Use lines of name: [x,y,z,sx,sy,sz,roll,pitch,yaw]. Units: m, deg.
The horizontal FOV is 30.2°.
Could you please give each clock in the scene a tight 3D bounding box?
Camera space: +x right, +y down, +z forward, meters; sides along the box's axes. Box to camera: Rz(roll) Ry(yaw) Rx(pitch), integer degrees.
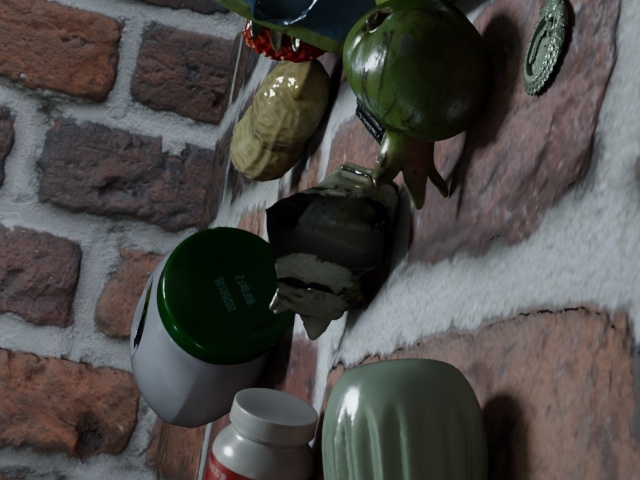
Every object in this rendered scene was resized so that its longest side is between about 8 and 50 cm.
clock: [0.181,-0.157,0.961,0.074,0.010,0.083,-95,19,-54]

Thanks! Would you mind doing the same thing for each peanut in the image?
peanut: [-0.062,-0.197,1.916,0.298,0.120,0.136,131,154,-60]

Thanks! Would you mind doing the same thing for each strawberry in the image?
strawberry: [0.001,-0.355,1.780,0.233,0.137,0.306,-49,3,8]

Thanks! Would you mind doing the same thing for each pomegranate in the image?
pomegranate: [0.085,-0.133,1.118,0.152,0.131,0.191,-109,25,-63]

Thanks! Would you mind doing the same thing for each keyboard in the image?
keyboard: [0.070,-0.175,1.507,0.196,0.015,0.074,-113,37,-70]

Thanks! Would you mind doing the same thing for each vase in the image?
vase: [0.067,0.217,0.883,0.128,0.128,0.248,124,147,-62]

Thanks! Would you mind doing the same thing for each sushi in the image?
sushi: [0.017,0.010,1.383,0.273,0.134,0.109,93,-165,-57]

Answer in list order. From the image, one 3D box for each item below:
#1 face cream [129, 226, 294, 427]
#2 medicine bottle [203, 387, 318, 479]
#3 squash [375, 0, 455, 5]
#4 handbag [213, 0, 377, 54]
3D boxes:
face cream: [-0.185,0.139,1.915,0.357,0.219,0.313,130,152,-60]
medicine bottle: [-0.083,0.318,1.466,0.131,0.131,0.250,-115,39,-71]
squash: [0.118,-0.290,1.156,0.370,0.118,0.118,143,138,-79]
handbag: [-0.004,-0.395,1.471,0.222,0.263,0.241,-65,0,-48]
